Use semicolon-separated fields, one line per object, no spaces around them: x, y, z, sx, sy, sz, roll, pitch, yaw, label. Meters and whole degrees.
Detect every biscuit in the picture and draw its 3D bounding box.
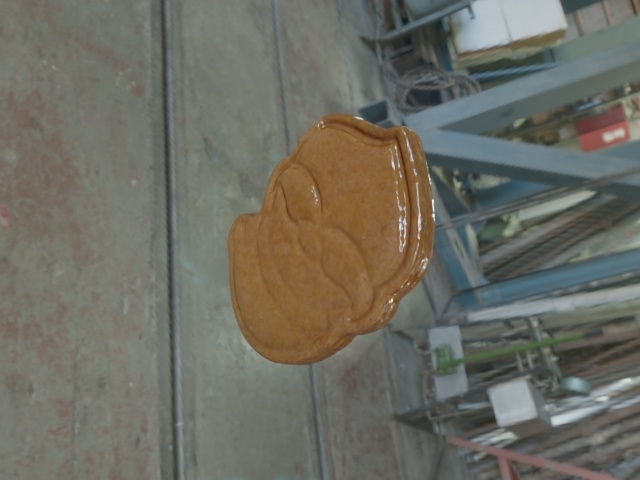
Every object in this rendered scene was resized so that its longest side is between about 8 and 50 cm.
0.000;0.000;0.343;0.019;0.130;0.102;9;49;-43;biscuit
